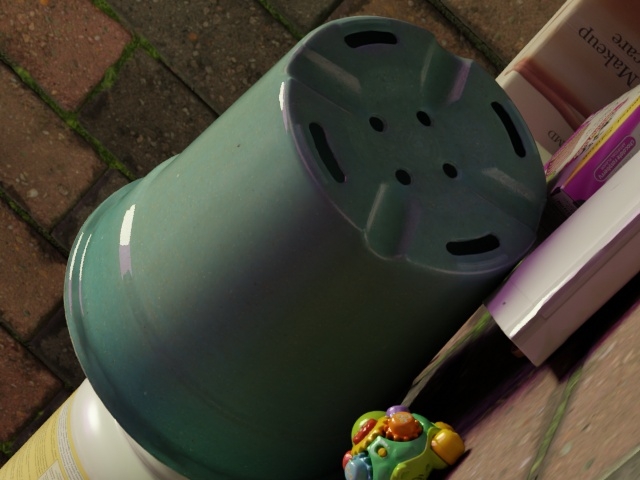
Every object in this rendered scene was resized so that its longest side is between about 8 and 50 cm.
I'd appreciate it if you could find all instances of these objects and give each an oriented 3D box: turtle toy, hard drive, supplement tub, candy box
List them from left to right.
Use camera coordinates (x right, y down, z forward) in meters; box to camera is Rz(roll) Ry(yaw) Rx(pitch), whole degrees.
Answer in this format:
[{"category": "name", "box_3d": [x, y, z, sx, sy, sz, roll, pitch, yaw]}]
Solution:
[{"category": "supplement tub", "box_3d": [-0.222, 0.283, 2.219, 0.331, 0.241, 0.241, -45, 3, 31]}, {"category": "turtle toy", "box_3d": [0.054, 0.164, 1.493, 0.095, 0.066, 0.130, -46, 3, 0]}, {"category": "candy box", "box_3d": [0.249, -0.059, 1.721, 0.159, 0.071, 0.233, -46, 3, -13]}, {"category": "hard drive", "box_3d": [0.252, -0.036, 1.469, 0.307, 0.040, 0.203, -44, 4, 3]}]

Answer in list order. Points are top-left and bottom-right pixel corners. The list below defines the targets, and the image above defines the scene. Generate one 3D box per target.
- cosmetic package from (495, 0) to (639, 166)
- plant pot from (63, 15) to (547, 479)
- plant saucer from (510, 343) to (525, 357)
[{"category": "cosmetic package", "box_3d": [0.284, -0.169, 1.983, 0.296, 0.153, 0.129, -49, 2, -23]}, {"category": "plant pot", "box_3d": [0.000, 0.000, 1.691, 0.334, 0.341, 0.341, -47, 2, 46]}, {"category": "plant saucer", "box_3d": [0.183, 0.062, 1.547, 0.083, 0.013, 0.083, -45, 3, 3]}]
